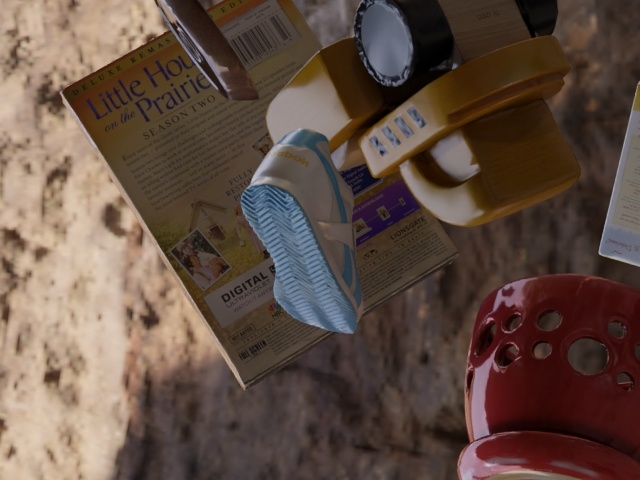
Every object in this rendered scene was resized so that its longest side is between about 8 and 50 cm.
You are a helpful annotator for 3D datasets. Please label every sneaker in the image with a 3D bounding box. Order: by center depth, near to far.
[{"bbox_3d":[0.000,0.000,1.307,0.229,0.087,0.092,74,-145,-48],"label":"sneaker"}]

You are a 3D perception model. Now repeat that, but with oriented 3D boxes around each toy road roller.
[{"bbox_3d":[0.118,-0.118,1.471,0.202,0.329,0.240,-19,-98,-33],"label":"toy road roller"}]

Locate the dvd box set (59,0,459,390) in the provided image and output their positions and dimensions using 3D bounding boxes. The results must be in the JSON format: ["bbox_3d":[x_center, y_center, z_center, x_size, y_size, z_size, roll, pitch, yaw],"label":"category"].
[{"bbox_3d":[-0.074,-0.075,1.732,0.307,0.062,0.420,-32,-98,-13],"label":"dvd box set"}]

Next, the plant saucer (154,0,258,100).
[{"bbox_3d":[-0.123,-0.206,1.470,0.029,0.168,0.168,-36,-58,-4],"label":"plant saucer"}]

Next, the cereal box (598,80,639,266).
[{"bbox_3d":[0.449,-0.068,1.754,0.047,0.173,0.240,-45,-32,-54],"label":"cereal box"}]

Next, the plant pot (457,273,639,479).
[{"bbox_3d":[0.208,0.149,1.203,0.191,0.191,0.174,44,-130,-39],"label":"plant pot"}]
